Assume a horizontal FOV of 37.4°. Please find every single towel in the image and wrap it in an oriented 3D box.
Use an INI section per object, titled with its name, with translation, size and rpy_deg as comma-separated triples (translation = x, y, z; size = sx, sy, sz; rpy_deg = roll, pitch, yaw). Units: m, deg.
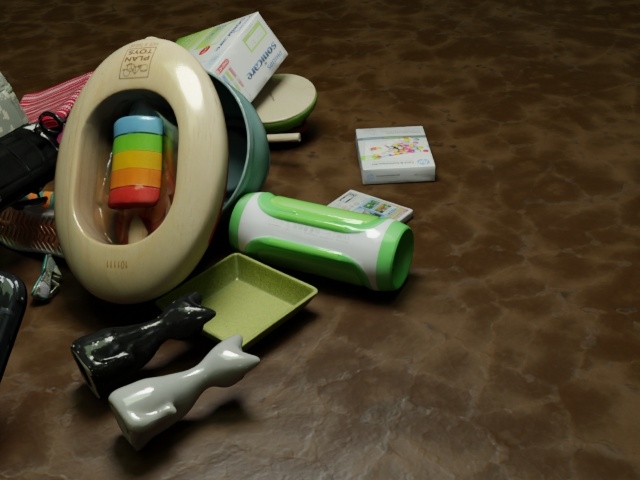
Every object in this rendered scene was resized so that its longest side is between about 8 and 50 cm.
[towel]
translation = -0.625, -0.295, 2.119
size = 0.199, 0.031, 0.275
rpy_deg = -17, 29, 15

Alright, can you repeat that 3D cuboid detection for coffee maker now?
[coffee maker]
translation = -0.523, -0.122, 1.557
size = 0.120, 0.171, 0.178
rpy_deg = 26, 32, 9

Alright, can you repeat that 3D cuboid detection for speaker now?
[speaker]
translation = 0.000, 0.000, 1.587
size = 0.296, 0.131, 0.131
rpy_deg = 13, 35, 22

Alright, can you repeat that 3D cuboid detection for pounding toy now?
[pounding toy]
translation = -0.097, -0.247, 2.017
size = 0.183, 0.110, 0.237
rpy_deg = 1, 43, 13

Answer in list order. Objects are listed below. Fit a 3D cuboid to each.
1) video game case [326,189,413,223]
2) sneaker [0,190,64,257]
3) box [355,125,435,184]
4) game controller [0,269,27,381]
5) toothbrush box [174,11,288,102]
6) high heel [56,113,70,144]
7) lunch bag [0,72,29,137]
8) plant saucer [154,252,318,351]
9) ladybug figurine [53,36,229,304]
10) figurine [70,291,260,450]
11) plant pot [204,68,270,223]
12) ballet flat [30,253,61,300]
[video game case]
translation = 0.069, -0.038, 1.743
size = 0.143, 0.019, 0.157
rpy_deg = 21, 38, 31
[sneaker]
translation = -0.482, -0.038, 1.709
size = 0.302, 0.108, 0.121
rpy_deg = 16, 23, 28
[box]
translation = 0.150, -0.177, 1.941
size = 0.145, 0.038, 0.186
rpy_deg = -3, 33, -1
[game controller]
translation = -0.502, 0.181, 1.242
size = 0.166, 0.067, 0.319
rpy_deg = 7, 71, 21
[toothbrush box]
translation = -0.241, -0.353, 2.022
size = 0.283, 0.122, 0.206
rpy_deg = -2, 45, 45
[high heel]
translation = -0.378, -0.188, 1.967
size = 0.377, 0.127, 0.181
rpy_deg = 27, 71, 32
[lunch bag]
translation = -0.769, -0.262, 1.872
size = 0.212, 0.256, 0.305
rpy_deg = 2, 38, 35
[plant saucer]
translation = -0.131, 0.106, 1.500
size = 0.188, 0.045, 0.188
rpy_deg = 23, 40, 34
[ladybug figurine]
translation = -0.277, -0.112, 1.544
size = 0.305, 0.449, 0.162
rpy_deg = 1, -12, 22
[figurine]
translation = -0.213, 0.169, 1.331
size = 0.209, 0.092, 0.215
rpy_deg = -29, 41, -21
[plant pot]
translation = -0.211, -0.155, 1.733
size = 0.293, 0.293, 0.196
rpy_deg = 15, 3, 25
[ballet flat]
translation = -0.459, 0.066, 1.598
size = 0.041, 0.041, 0.114
rpy_deg = -3, 32, -1
